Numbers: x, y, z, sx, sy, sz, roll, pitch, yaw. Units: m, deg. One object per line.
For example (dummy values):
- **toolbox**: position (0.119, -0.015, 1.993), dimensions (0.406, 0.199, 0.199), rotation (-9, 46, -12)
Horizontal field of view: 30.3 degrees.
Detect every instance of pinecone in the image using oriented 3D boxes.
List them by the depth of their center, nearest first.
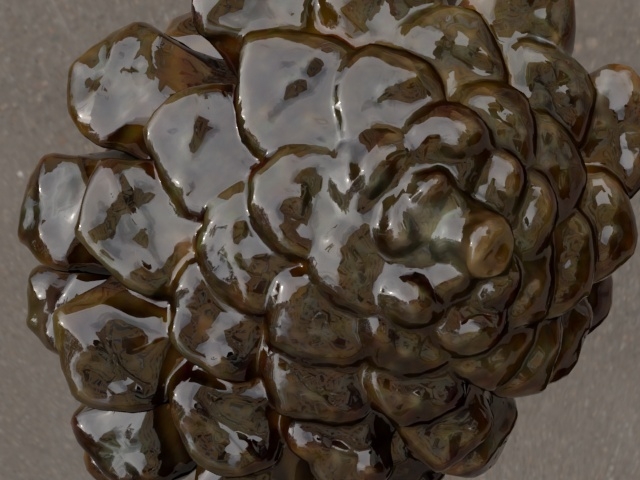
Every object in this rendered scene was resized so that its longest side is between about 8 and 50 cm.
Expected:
- **pinecone**: position (0.000, 0.001, 0.435), dimensions (0.229, 0.201, 0.202), rotation (-36, 77, -15)
